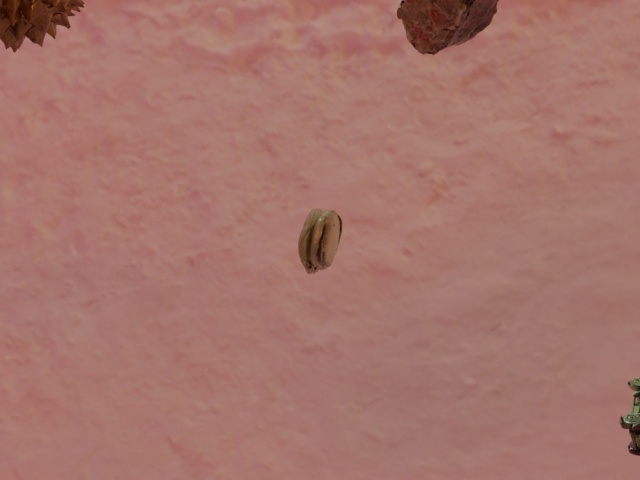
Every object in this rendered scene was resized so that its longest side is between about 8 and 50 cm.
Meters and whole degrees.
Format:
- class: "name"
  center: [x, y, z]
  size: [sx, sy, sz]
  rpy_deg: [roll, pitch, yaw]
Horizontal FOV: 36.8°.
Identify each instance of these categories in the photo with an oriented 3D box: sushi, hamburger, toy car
- class: "sushi"
  center: [0.141, -0.266, 1.021]
  size: [0.078, 0.150, 0.090]
  rpy_deg: [-28, 76, -31]
- class: "hamburger"
  center: [0.000, 0.000, 1.994]
  size: [0.063, 0.133, 0.140]
  rpy_deg: [6, 60, 17]
- class: "toy car"
  center: [0.538, 0.292, 1.601]
  size: [0.054, 0.073, 0.143]
  rpy_deg: [-10, 22, 30]

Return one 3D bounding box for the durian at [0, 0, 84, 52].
- class: "durian"
  center: [-0.198, -0.196, 0.586]
  size: [0.168, 0.137, 0.158]
  rpy_deg: [-23, 86, 52]
